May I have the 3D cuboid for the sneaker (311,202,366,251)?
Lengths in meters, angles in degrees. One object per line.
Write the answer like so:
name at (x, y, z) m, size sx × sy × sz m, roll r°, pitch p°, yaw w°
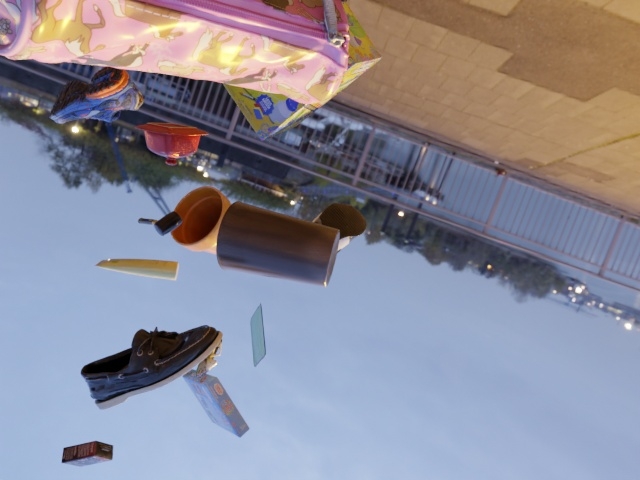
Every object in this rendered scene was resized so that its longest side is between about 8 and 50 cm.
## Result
sneaker at (0.000, 0.000, 1.378) m, size 0.122 × 0.146 × 0.331 m, roll 51°, pitch -135°, yaw 8°

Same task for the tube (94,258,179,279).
tube at (-0.575, 0.083, 1.537) m, size 0.241 × 0.062 × 0.070 m, roll 7°, pitch 146°, yaw -10°

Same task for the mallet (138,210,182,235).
mallet at (-0.417, -0.040, 1.209) m, size 0.190 × 0.062 × 0.039 m, roll 0°, pitch 125°, yaw 43°

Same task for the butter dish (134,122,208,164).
butter dish at (-0.440, -0.282, 1.439) m, size 0.160 × 0.118 × 0.160 m, roll 16°, pitch -162°, yaw 30°

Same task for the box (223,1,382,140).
box at (-0.077, -0.426, 1.050) m, size 0.289 × 0.279 × 0.177 m, roll 55°, pitch -147°, yaw -6°

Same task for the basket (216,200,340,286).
basket at (-0.082, 0.014, 1.047) m, size 0.227 × 0.154 × 0.204 m, roll 12°, pitch 175°, yaw 8°

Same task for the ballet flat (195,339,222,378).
ballet flat at (-0.263, 0.279, 1.167) m, size 0.041 × 0.114 × 0.041 m, roll 10°, pitch 141°, yaw 8°

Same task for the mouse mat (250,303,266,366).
mouse mat at (-0.184, 0.281, 1.427) m, size 0.007 × 0.152 × 0.189 m, roll 0°, pitch 156°, yaw -19°

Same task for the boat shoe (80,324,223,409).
boat shoe at (-0.367, 0.243, 1.026) m, size 0.113 × 0.340 × 0.127 m, roll 58°, pitch -158°, yaw -14°

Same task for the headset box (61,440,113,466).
headset box at (-0.475, 0.439, 1.002) m, size 0.084 × 0.032 × 0.062 m, roll -16°, pitch 146°, yaw 7°

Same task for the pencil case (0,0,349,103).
pencil case at (-0.140, -0.243, 0.520) m, size 0.386 × 0.160 × 0.167 m, roll -6°, pitch 157°, yaw -42°

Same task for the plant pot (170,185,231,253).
plant pot at (-0.342, -0.041, 1.566) m, size 0.205 × 0.205 × 0.188 m, roll 23°, pitch 168°, yaw 34°

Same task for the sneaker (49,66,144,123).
sneaker at (-0.432, -0.258, 0.931) m, size 0.222 × 0.083 × 0.087 m, roll -6°, pitch 149°, yaw 29°

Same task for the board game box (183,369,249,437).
board game box at (-0.277, 0.419, 1.267) m, size 0.212 × 0.039 × 0.160 m, roll -13°, pitch 108°, yaw 59°
